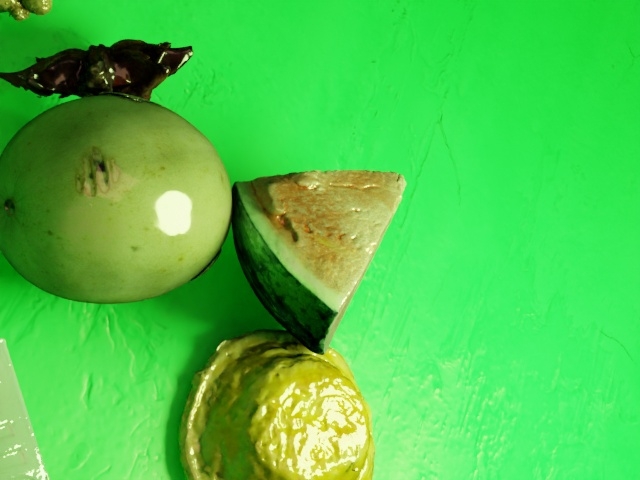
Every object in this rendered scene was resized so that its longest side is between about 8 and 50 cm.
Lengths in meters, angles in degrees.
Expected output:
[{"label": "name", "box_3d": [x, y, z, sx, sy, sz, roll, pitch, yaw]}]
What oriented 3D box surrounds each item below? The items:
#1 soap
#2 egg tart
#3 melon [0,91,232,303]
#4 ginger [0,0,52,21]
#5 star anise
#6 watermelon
[{"label": "soap", "box_3d": [-0.408, 0.254, 1.380, 0.150, 0.094, 0.261, -13, 78, -37]}, {"label": "egg tart", "box_3d": [-0.037, 0.260, 1.607, 0.318, 0.128, 0.319, 13, 64, -27]}, {"label": "melon", "box_3d": [-0.255, -0.054, 1.502, 0.330, 0.268, 0.269, -7, 74, -48]}, {"label": "ginger", "box_3d": [-0.458, -0.381, 1.633, 0.205, 0.115, 0.081, 60, 12, 9]}, {"label": "star anise", "box_3d": [-0.293, -0.214, 1.600, 0.272, 0.272, 0.103, -19, 109, -38]}, {"label": "watermelon", "box_3d": [-0.032, 0.002, 1.650, 0.222, 0.292, 0.319, 29, 58, -1]}]
